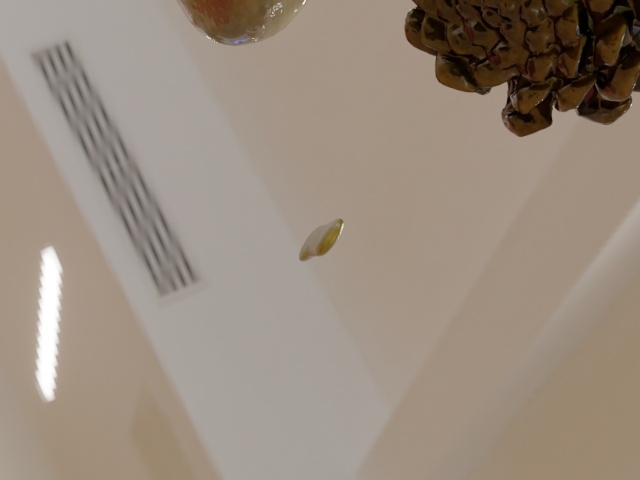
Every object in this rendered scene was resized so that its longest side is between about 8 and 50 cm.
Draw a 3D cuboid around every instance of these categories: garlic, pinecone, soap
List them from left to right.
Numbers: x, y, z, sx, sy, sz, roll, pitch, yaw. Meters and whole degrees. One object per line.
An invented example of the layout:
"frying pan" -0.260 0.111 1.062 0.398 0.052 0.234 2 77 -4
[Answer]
"garlic" -0.092 -0.237 1.415 0.266 0.128 0.149 -14 -92 55
"soap" 0.000 0.000 1.259 0.012 0.034 0.089 34 -13 -8
"pinecone" 0.289 -0.299 1.689 0.384 0.384 0.384 50 -26 37
